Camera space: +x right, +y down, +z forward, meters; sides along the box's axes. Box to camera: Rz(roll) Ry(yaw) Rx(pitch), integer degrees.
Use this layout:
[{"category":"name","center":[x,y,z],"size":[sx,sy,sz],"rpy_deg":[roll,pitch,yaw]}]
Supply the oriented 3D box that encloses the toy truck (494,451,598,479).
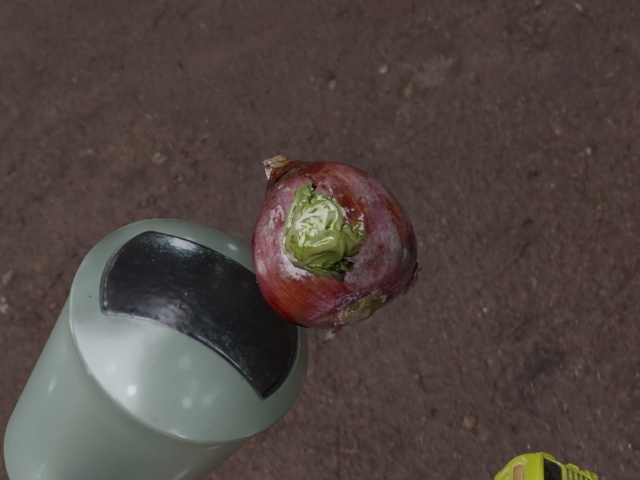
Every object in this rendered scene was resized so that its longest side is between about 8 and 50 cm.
[{"category":"toy truck","center":[0.252,0.402,1.388],"size":[0.157,0.272,0.124],"rpy_deg":[27,38,-10]}]

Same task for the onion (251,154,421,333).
[{"category":"onion","center":[0.000,-0.011,0.964],"size":[0.159,0.159,0.195],"rpy_deg":[-29,67,-4]}]

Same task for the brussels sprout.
[{"category":"brussels sprout","center":[0.000,0.000,0.798],"size":[0.058,0.085,0.085],"rpy_deg":[-45,51,-2]}]

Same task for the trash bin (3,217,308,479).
[{"category":"trash bin","center":[-0.207,0.173,1.224],"size":[0.280,0.432,0.280],"rpy_deg":[18,49,-22]}]
